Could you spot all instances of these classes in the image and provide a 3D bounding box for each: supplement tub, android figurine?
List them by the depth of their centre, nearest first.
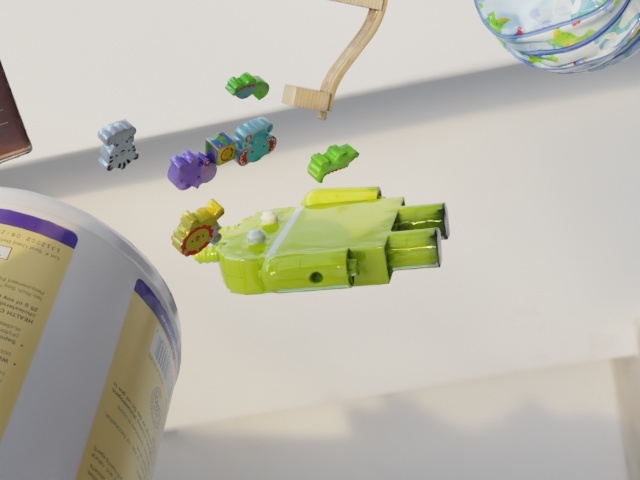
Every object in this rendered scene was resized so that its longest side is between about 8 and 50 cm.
[{"bbox_3d":[-0.225,0.151,0.682,0.331,0.241,0.241,-82,-20,-49],"label":"supplement tub"},{"bbox_3d":[0.000,0.000,1.246,0.248,0.272,0.056,-58,-37,-65],"label":"android figurine"}]

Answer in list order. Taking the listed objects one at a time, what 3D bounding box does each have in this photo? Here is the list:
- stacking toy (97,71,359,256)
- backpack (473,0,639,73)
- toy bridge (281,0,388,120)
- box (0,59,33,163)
[{"bbox_3d":[-0.097,-0.085,1.170,0.167,0.221,0.052,43,145,31],"label":"stacking toy"},{"bbox_3d":[0.292,-0.380,1.404,0.273,0.290,0.356,-38,-64,-64],"label":"backpack"},{"bbox_3d":[0.018,-0.182,0.843,0.026,0.063,0.188,-150,68,-63],"label":"toy bridge"},{"bbox_3d":[-0.348,-0.138,0.910,0.168,0.167,0.203,12,121,70],"label":"box"}]
